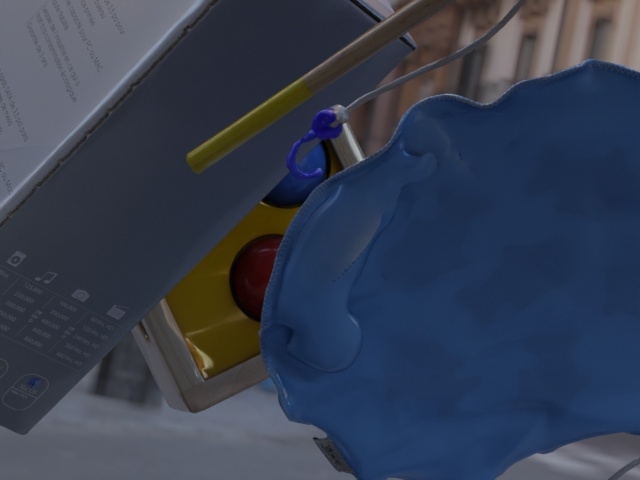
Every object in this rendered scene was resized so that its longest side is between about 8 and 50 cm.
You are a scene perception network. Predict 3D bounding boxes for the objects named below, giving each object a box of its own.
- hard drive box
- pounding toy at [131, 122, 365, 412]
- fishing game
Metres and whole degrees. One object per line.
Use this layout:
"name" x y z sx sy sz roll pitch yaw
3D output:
"hard drive box" -0.099 -0.067 0.780 0.089 0.232 0.181 32 21 -41
"pounding toy" 0.009 0.006 0.915 0.206 0.181 0.094 -26 2 -12
"fishing game" 0.067 0.015 0.662 0.264 0.189 0.041 45 14 -38
